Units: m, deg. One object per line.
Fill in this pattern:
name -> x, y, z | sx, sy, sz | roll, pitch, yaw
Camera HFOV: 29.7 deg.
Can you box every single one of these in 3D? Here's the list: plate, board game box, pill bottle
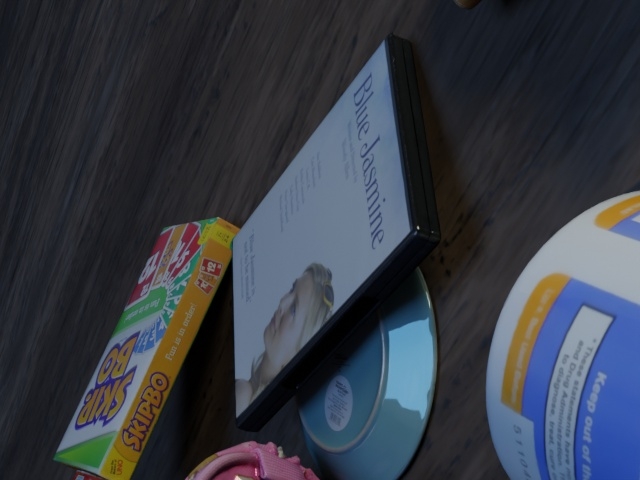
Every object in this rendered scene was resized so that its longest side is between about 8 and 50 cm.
plate -> 0.020, 0.084, 0.842 | 0.188, 0.024, 0.188 | -19, 68, 58
board game box -> -0.155, 0.103, 1.046 | 0.124, 0.039, 0.259 | -7, 58, 60
pill bottle -> 0.191, 0.079, 0.407 | 0.272, 0.152, 0.152 | 27, 108, 59

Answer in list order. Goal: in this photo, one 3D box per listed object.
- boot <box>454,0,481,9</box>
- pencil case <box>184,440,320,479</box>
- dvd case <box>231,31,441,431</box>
boot -> 0.118, -0.178, 0.672 | 0.152, 0.073, 0.197 | -46, 34, 46
pencil case -> -0.120, 0.276, 0.919 | 0.386, 0.167, 0.160 | -39, 76, 51
dvd case -> 0.000, 0.000, 0.854 | 0.253, 0.022, 0.180 | -50, 33, 41
